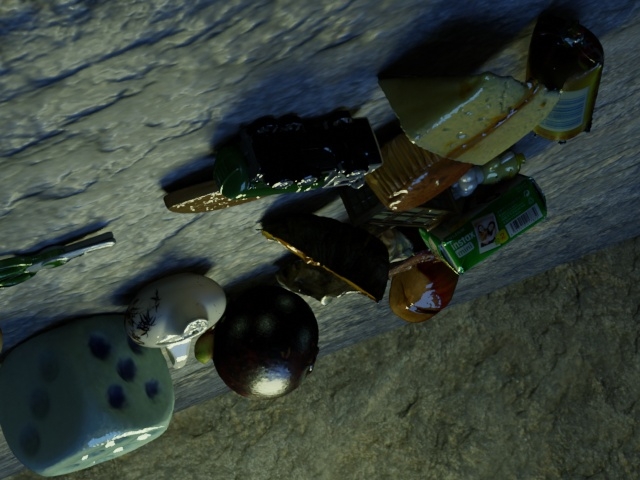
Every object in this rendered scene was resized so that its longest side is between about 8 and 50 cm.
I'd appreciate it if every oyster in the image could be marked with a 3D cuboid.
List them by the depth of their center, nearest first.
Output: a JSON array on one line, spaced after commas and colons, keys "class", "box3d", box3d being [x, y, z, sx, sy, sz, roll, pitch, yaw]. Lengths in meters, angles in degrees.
[{"class": "oyster", "box3d": [0.067, 0.039, 2.023, 0.238, 0.114, 0.351, -34, -171, -31]}]

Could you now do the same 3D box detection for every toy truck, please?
[{"class": "toy truck", "box3d": [-0.034, -0.118, 1.391, 0.242, 0.101, 0.125, -10, 164, -33]}]

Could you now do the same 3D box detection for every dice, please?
[{"class": "dice", "box3d": [-0.488, 0.323, 1.964, 0.268, 0.262, 0.265, -29, 164, 26]}]

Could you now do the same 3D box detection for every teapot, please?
[{"class": "teapot", "box3d": [-0.289, 0.162, 1.917, 0.208, 0.166, 0.299, -29, 159, -23]}]

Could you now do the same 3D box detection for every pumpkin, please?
[{"class": "pumpkin", "box3d": [0.004, -0.003, 1.740, 0.163, 0.278, 0.111, 30, 89, -39]}]

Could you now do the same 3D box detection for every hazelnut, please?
[{"class": "hazelnut", "box3d": [0.289, 0.119, 2.564, 0.181, 0.181, 0.212, 11, 139, -30]}]

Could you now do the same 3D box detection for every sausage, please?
[{"class": "sausage", "box3d": [0.374, -0.264, 1.448, 0.117, 0.125, 0.317, -24, 162, 3]}]

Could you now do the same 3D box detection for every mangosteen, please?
[{"class": "mangosteen", "box3d": [-0.143, 0.234, 2.199, 0.288, 0.288, 0.288, -21, 165, -6]}]

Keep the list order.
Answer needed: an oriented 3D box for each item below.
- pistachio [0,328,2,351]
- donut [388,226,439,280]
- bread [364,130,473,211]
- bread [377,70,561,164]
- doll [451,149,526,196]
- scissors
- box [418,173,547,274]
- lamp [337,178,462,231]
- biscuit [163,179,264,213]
[{"class": "pistachio", "box3d": [-0.602, 0.159, 1.481, 0.144, 0.144, 0.215, -31, 158, 29]}, {"class": "donut", "box3d": [0.252, -0.008, 2.177, 0.295, 0.112, 0.151, -17, 161, -35]}, {"class": "bread", "box3d": [0.175, -0.128, 1.601, 0.199, 0.104, 0.199, -31, 166, -9]}, {"class": "bread", "box3d": [0.224, -0.216, 1.363, 0.178, 0.135, 0.240, -36, 157, 30]}, {"class": "doll", "box3d": [0.341, -0.139, 1.941, 0.162, 0.062, 0.106, -18, 160, -12]}, {"class": "scissors", "box3d": [-0.421, 0.027, 1.472, 0.204, 0.027, 0.101, -20, 168, -3]}, {"class": "box", "box3d": [0.345, -0.042, 2.009, 0.250, 0.103, 0.180, -34, -165, -3]}, {"class": "lamp", "box3d": [0.162, -0.077, 1.846, 0.089, 0.090, 0.325, -31, 164, 29]}, {"class": "biscuit", "box3d": [-0.144, -0.077, 1.478, 0.221, 0.029, 0.142, -13, 172, -25]}]
